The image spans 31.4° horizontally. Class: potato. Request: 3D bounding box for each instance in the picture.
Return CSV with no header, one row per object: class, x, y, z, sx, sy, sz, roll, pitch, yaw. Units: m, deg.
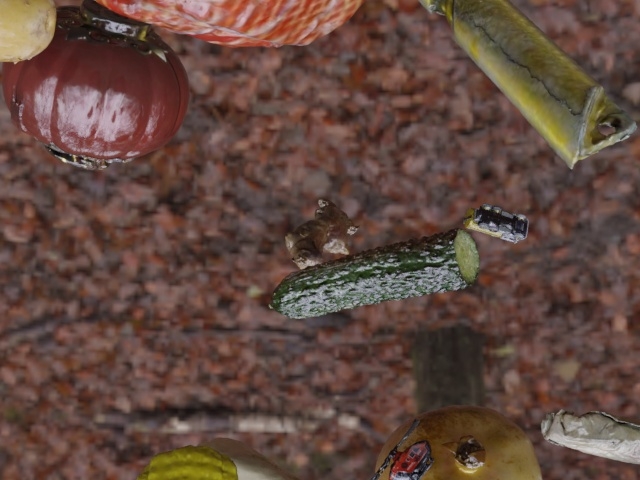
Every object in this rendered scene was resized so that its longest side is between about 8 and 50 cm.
potato,-0.489,-0.332,1.602,0.234,0.146,0.150,14,174,-22

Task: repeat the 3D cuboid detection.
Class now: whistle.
whistle,0.155,-0.183,1.001,0.068,0.326,0.057,-27,143,-11

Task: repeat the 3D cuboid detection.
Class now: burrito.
burrito,0.340,0.219,1.261,0.188,0.045,0.058,13,149,-4

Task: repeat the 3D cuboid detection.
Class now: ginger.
ginger,0.001,-0.001,2.361,0.084,0.290,0.122,-38,96,28

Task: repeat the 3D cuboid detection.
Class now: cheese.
cheese,-0.100,0.418,1.826,0.251,0.248,0.173,-25,-176,8

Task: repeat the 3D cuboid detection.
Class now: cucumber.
cucumber,0.075,0.062,1.813,0.359,0.096,0.096,-14,152,30

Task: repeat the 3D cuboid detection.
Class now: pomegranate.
pomegranate,0.250,0.439,2.056,0.319,0.319,0.319,0,156,0

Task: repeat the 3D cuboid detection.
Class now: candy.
candy,-0.136,0.304,1.103,0.106,0.199,0.094,-10,139,14

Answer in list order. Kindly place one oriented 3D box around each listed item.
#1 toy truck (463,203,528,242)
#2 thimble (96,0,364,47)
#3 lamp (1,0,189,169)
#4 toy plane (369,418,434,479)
toy truck,0.357,-0.034,2.316,0.123,0.052,0.063,17,159,-15
thimble,-0.094,-0.381,1.199,0.350,0.350,0.230,-15,171,31
lamp,-0.362,-0.251,1.841,0.303,0.303,0.257,11,112,-23
toy plane,0.109,0.320,1.579,0.060,0.145,0.037,40,171,13
